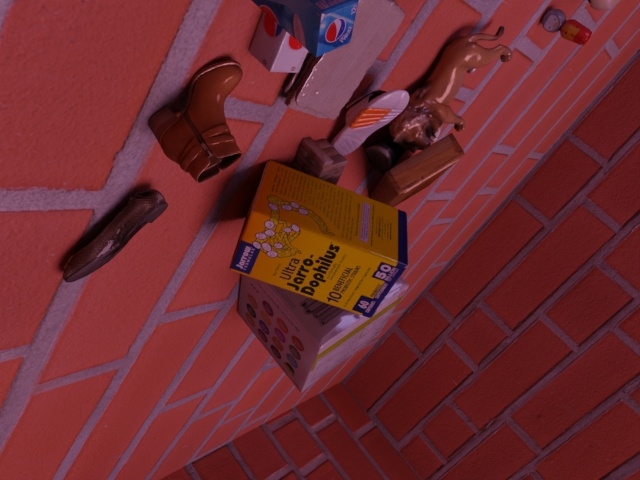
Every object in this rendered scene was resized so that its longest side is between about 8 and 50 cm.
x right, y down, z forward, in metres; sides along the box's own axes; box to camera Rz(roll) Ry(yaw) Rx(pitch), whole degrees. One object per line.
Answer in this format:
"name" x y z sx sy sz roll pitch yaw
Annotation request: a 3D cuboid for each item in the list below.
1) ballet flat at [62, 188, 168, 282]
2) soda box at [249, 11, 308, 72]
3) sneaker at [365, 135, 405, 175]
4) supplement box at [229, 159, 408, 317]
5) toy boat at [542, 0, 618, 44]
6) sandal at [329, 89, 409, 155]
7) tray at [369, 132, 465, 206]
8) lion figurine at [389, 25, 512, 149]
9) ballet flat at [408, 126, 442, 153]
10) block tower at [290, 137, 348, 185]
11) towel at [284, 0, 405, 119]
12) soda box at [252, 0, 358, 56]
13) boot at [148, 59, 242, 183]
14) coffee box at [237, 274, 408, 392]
"ballet flat" -0.395 -0.011 1.034 0.250 0.058 0.084 -40 180 8
"soda box" -0.040 -0.389 0.905 0.073 0.069 0.216 -17 146 -46
"sneaker" 0.191 -0.258 1.513 0.118 0.083 0.222 -49 177 1
"supplement box" 0.000 0.000 1.264 0.195 0.356 0.194 -81 -166 -49
"toy boat" 0.808 -0.743 1.622 0.318 0.148 0.267 -55 161 11
"sandal" 0.094 -0.297 1.312 0.101 0.076 0.265 1 155 -41
"tray" 0.264 -0.177 1.592 0.202 0.076 0.411 -31 177 -3
"lion figurine" 0.334 -0.414 1.444 0.240 0.142 0.392 8 113 -47
"ballet flat" 0.329 -0.314 1.687 0.168 0.052 0.057 -33 156 -22
"block tower" -0.045 -0.105 1.393 0.097 0.091 0.335 -23 152 -42
"towel" 0.047 -0.375 1.109 0.282 0.049 0.187 -52 158 20
"soda box" -0.043 -0.353 0.772 0.067 0.210 0.071 -31 155 -25
"boot" -0.175 -0.197 0.916 0.197 0.152 0.073 -42 158 -1
"coffee box" -0.010 0.180 1.644 0.338 0.338 0.334 -30 156 -29
